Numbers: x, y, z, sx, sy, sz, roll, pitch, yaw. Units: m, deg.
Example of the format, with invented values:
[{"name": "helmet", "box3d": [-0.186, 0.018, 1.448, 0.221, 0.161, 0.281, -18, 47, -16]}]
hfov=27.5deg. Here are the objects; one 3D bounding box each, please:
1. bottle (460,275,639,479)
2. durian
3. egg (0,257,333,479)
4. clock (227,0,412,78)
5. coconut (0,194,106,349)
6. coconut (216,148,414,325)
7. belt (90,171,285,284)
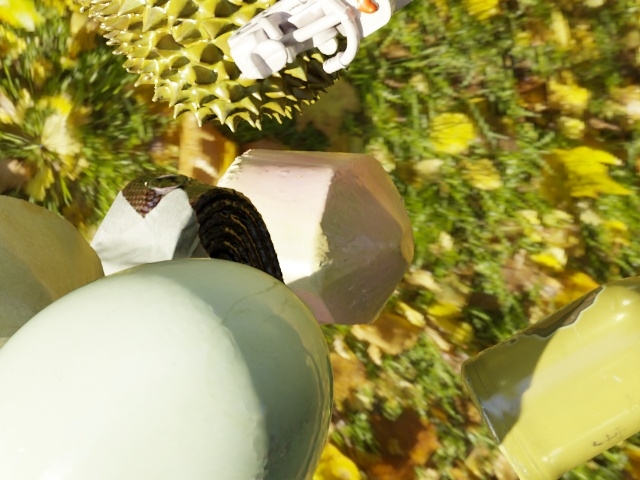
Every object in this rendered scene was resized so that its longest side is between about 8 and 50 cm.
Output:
[{"name": "bottle", "box3d": [0.349, 0.129, 1.499, 0.351, 0.171, 0.171, -31, 100, 6]}, {"name": "durian", "box3d": [-0.111, -0.215, 1.231, 0.306, 0.166, 0.172, 16, 124, -3]}, {"name": "egg", "box3d": [-0.096, 0.109, 0.721, 0.183, 0.183, 0.264, 41, 128, -12]}, {"name": "clock", "box3d": [0.002, -0.109, 0.619, 0.041, 0.129, 0.087, 55, 40, -16]}, {"name": "coconut", "box3d": [-0.252, 0.077, 0.928, 0.241, 0.241, 0.241, -1, 94, -12]}, {"name": "coconut", "box3d": [0.000, 0.000, 1.629, 0.245, 0.233, 0.233, 10, 93, 28]}, {"name": "belt", "box3d": [-0.139, 0.073, 1.319, 0.184, 0.164, 0.289, -32, 123, -43]}]
